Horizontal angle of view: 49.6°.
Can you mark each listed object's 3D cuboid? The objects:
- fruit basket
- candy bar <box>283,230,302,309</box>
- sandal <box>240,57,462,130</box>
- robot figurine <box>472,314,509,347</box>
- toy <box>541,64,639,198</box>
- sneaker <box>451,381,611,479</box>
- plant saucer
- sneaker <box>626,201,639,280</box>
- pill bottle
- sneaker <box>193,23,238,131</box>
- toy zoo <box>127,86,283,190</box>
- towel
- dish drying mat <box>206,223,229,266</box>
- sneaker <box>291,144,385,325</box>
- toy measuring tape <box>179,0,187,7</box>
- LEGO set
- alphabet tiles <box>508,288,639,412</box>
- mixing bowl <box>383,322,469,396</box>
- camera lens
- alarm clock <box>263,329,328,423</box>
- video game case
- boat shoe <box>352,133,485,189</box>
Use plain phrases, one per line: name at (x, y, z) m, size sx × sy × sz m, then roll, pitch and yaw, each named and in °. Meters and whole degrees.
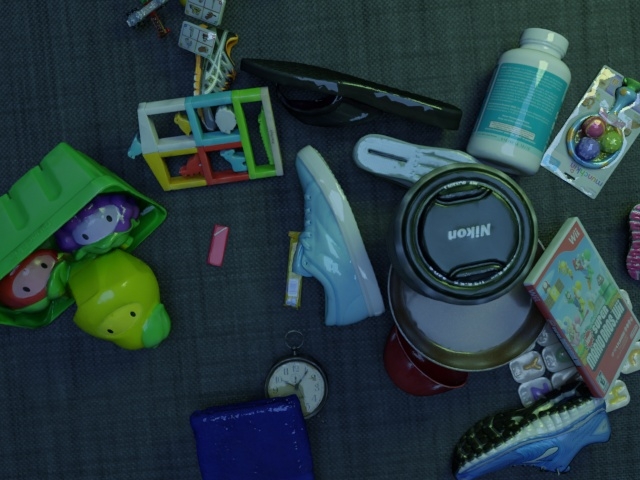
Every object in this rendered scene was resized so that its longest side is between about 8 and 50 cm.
fruit basket at (-0.451, 0.058, 1.322) m, size 0.392 × 0.283 × 0.392 m, roll -3°, pitch 77°, yaw 12°
candy bar at (-0.052, 0.061, 1.420) m, size 0.040 × 0.018 × 0.161 m, roll 5°, pitch 91°, yaw 2°
sandal at (0.050, -0.263, 1.349) m, size 0.445 × 0.167 × 0.107 m, roll 16°, pitch 109°, yaw 1°
robot figurine at (0.326, 0.088, 1.375) m, size 0.211 × 0.085 × 0.291 m, roll -5°, pitch 88°, yaw 2°
toy at (0.565, -0.219, 1.386) m, size 0.137 × 0.056 × 0.237 m, roll 33°, pitch 91°, yaw 2°
sneaker at (0.416, 0.410, 1.359) m, size 0.330 × 0.130 × 0.147 m, roll -25°, pitch 97°, yaw 10°
plant saucer at (0.280, 0.089, 1.309) m, size 0.310 × 0.050 × 0.311 m, roll 0°, pitch 88°, yaw 1°
sneaker at (0.646, -0.004, 1.385) m, size 0.063 × 0.075 × 0.170 m, roll 0°, pitch 113°, yaw 26°
pill bottle at (0.391, -0.268, 1.343) m, size 0.146 × 0.146 × 0.264 m, roll 20°, pitch 92°, yaw 1°
sneaker at (-0.209, -0.326, 1.387) m, size 0.083 × 0.084 × 0.215 m, roll 1°, pitch 90°, yaw -4°
toy zoo at (-0.231, -0.192, 1.356) m, size 0.293 × 0.030 × 0.192 m, roll -8°, pitch 131°, yaw 3°
towel at (-0.121, 0.460, 1.377) m, size 0.227 × 0.076 × 0.308 m, roll -10°, pitch 102°, yaw 4°
dish drying mat at (-0.211, 0.010, 1.427) m, size 0.032 × 0.008 × 0.083 m, roll 12°, pitch 91°, yaw 0°
sneaker at (0.000, 0.000, 1.360) m, size 0.150 × 0.135 × 0.366 m, roll -22°, pitch 90°, yaw -3°
toy measuring tape at (-0.211, -0.603, 1.329) m, size 0.121 × 0.121 × 0.330 m, roll 33°, pitch 122°, yaw 0°
LEGO set at (-0.286, -0.480, 1.346) m, size 0.244 × 0.060 × 0.182 m, roll 24°, pitch 113°, yaw 14°
alphabet tiles at (0.519, 0.222, 1.411) m, size 0.278 × 0.021 × 0.284 m, roll -20°, pitch 90°, yaw 1°
mixing bowl at (0.190, 0.235, 1.359) m, size 0.181 × 0.181 × 0.098 m, roll 42°, pitch 122°, yaw 0°
camera lens at (0.223, -0.005, 1.154) m, size 0.219 × 0.274 × 0.219 m, roll 0°, pitch 87°, yaw 2°
alarm clock at (-0.049, 0.276, 1.400) m, size 0.129 × 0.064 × 0.192 m, roll -2°, pitch 94°, yaw 1°
video game case at (0.501, 0.126, 1.305) m, size 0.204 × 0.025 × 0.285 m, roll -45°, pitch 107°, yaw -33°
boat shoe at (0.211, -0.140, 1.371) m, size 0.302 × 0.094 × 0.109 m, roll 21°, pitch 95°, yaw 3°
